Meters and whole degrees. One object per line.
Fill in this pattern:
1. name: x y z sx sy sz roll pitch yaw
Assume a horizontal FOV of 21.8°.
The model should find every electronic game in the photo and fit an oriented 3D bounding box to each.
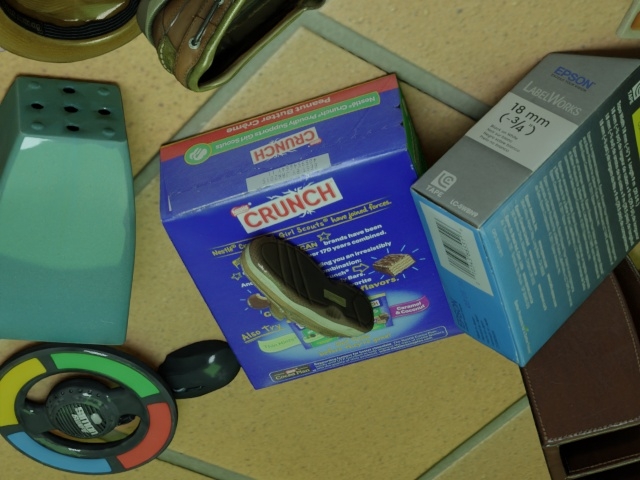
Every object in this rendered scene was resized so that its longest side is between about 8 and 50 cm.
1. electronic game: -0.285 0.204 1.997 0.229 0.048 0.229 2 132 2

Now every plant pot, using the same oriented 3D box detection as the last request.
1. plant pot: -0.266 -0.038 1.686 0.166 0.165 0.234 5 128 -16

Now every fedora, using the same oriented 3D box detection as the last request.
1. fedora: -0.233 -0.249 1.514 0.194 0.079 0.194 -10 141 -8

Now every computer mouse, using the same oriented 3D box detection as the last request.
1. computer mouse: -0.201 0.188 2.029 0.242 0.041 0.071 -28 136 19

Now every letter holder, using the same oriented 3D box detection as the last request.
1. letter holder: 0.329 0.124 1.872 0.214 0.302 0.152 -16 137 6

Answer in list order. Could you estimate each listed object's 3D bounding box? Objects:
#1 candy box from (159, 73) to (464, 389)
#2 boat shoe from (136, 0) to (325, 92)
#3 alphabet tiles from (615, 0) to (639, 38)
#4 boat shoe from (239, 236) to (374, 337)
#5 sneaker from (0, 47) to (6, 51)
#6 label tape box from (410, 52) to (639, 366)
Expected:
1. candy box: 0.000 0.000 1.806 0.268 0.122 0.317 -16 139 7
2. boat shoe: -0.022 -0.253 1.492 0.307 0.104 0.111 -44 144 11
3. alphabet tiles: 0.429 -0.303 1.577 0.342 0.011 0.285 -2 135 -30
4. boat shoe: -0.027 0.061 1.732 0.072 0.068 0.190 -24 137 32
5. sneaker: -0.320 -0.194 1.583 0.134 0.051 0.070 8 136 -15
6. label tape box: 0.264 -0.065 1.771 0.334 0.106 0.240 -44 141 -19
